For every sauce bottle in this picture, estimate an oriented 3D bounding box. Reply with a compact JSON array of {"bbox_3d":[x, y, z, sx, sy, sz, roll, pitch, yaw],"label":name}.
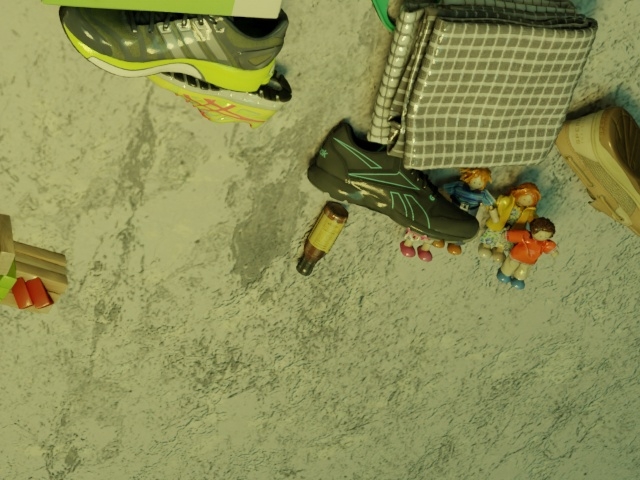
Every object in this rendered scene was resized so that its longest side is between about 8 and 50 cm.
[{"bbox_3d":[0.000,0.000,1.864,0.042,0.042,0.128,11,128,-28],"label":"sauce bottle"}]

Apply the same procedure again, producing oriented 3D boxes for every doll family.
[{"bbox_3d":[0.250,-0.042,1.889,0.263,0.118,0.163,15,132,-9],"label":"doll family"}]

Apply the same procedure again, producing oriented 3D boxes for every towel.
[{"bbox_3d":[0.226,-0.216,1.674,0.284,0.121,0.235,-5,130,-26],"label":"towel"}]

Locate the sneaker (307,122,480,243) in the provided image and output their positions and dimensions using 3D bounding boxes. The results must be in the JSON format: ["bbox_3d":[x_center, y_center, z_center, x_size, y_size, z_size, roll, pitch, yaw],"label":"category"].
[{"bbox_3d":[0.118,-0.079,1.754,0.267,0.101,0.106,23,102,-7],"label":"sneaker"}]

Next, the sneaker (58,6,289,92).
[{"bbox_3d":[-0.175,-0.271,1.494,0.300,0.111,0.121,2,145,-31],"label":"sneaker"}]

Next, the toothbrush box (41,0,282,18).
[{"bbox_3d":[-0.172,-0.375,1.367,0.283,0.122,0.206,0,133,-19],"label":"toothbrush box"}]

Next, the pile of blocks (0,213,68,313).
[{"bbox_3d":[-0.489,0.019,1.648,0.149,0.112,0.362,-32,133,9],"label":"pile of blocks"}]

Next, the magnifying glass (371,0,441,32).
[{"bbox_3d":[0.077,-0.341,1.593,0.231,0.026,0.092,27,117,-36],"label":"magnifying glass"}]

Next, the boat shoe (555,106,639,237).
[{"bbox_3d":[0.483,-0.094,1.924,0.110,0.121,0.341,-5,143,37],"label":"boat shoe"}]

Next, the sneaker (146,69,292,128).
[{"bbox_3d":[-0.148,-0.196,1.607,0.208,0.081,0.094,17,140,-22],"label":"sneaker"}]
